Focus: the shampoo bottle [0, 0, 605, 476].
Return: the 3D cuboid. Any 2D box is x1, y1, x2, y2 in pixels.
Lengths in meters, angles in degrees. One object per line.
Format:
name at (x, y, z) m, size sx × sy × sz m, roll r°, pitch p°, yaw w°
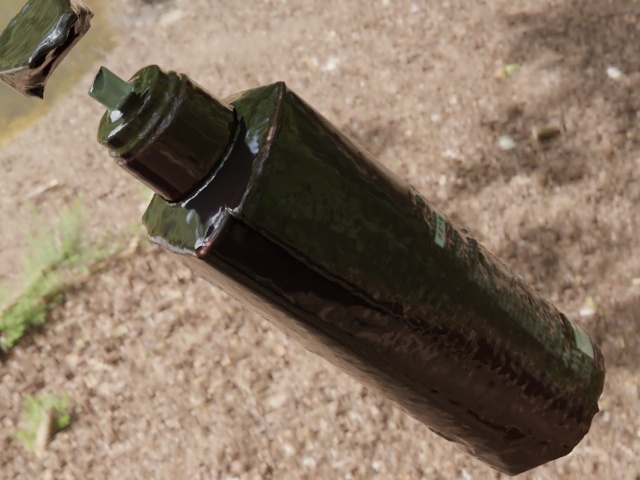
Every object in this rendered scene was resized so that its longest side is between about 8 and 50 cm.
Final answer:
shampoo bottle at (0.000, 0.002, 0.392) m, size 0.068 × 0.236 × 0.067 m, roll -9°, pitch 52°, yaw 54°
